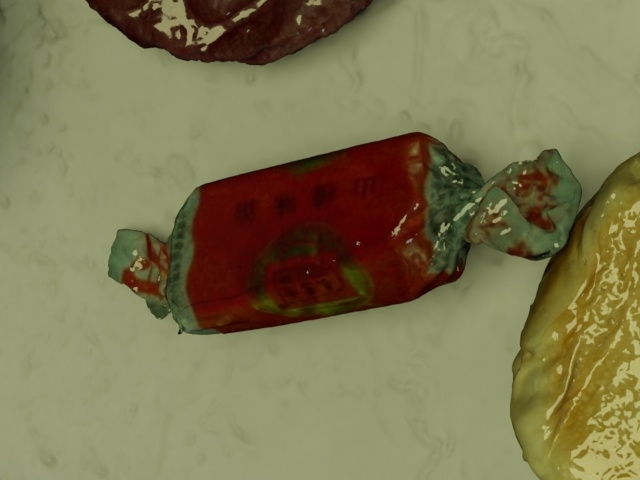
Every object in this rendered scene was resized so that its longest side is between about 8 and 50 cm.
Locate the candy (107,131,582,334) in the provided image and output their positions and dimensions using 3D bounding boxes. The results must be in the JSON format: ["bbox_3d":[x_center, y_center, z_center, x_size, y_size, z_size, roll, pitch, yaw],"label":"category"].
[{"bbox_3d":[-0.001,-0.001,0.918,0.292,0.059,0.086,-13,64,30],"label":"candy"}]

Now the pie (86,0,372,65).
[{"bbox_3d":[-0.052,-0.200,0.956,0.204,0.054,0.219,-17,88,19],"label":"pie"}]

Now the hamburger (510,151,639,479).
[{"bbox_3d":[0.192,0.054,0.845,0.213,0.108,0.214,1,93,19],"label":"hamburger"}]
